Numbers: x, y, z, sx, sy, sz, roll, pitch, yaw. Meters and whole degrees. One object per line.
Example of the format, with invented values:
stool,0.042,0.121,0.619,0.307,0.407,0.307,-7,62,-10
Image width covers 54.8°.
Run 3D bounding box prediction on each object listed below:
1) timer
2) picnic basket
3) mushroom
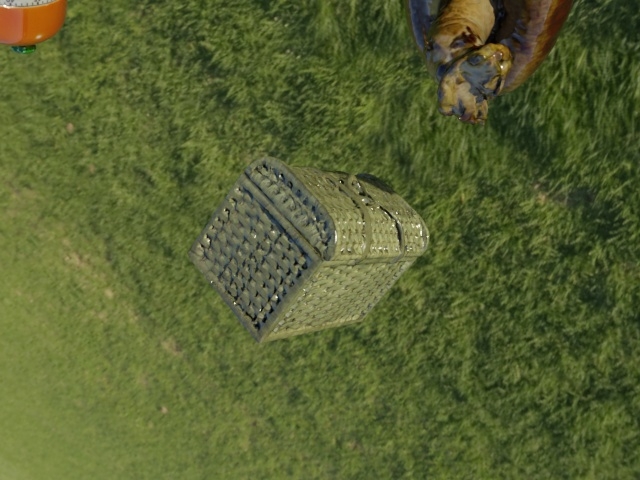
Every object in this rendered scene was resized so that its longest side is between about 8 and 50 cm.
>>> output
timer,-0.375,-0.289,0.772,0.099,0.136,0.136,32,139,18
picnic basket,0.000,0.000,0.645,0.134,0.196,0.154,47,115,25
mushroom,0.241,-0.371,1.024,0.334,0.356,0.331,44,174,19
